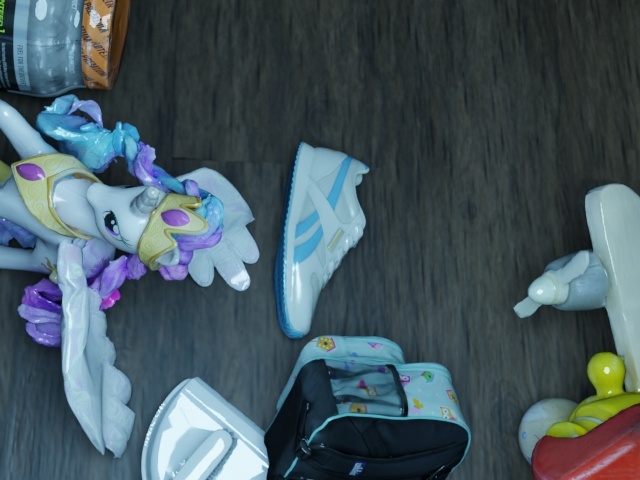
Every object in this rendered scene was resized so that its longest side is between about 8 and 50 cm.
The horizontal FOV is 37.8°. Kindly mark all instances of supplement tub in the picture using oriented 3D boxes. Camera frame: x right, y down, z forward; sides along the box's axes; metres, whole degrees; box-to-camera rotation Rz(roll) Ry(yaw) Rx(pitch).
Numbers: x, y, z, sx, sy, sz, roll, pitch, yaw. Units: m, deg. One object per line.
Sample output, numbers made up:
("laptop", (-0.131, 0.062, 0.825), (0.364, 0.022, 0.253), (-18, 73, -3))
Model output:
("supplement tub", (-0.376, -0.265, 1.020), (0.316, 0.193, 0.193), (10, 69, -6))

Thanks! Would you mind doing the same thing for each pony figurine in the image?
("pony figurine", (-0.235, 0.003, 0.900), (0.364, 0.351, 0.302), (19, 63, 18))

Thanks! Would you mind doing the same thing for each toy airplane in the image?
("toy airplane", (0.341, 0.188, 0.968), (0.384, 0.272, 0.386), (41, 52, -33))

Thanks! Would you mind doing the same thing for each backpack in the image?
("backpack", (0.050, 0.186, 0.946), (0.189, 0.165, 0.144), (10, 39, -17))

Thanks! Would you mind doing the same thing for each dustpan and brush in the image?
("dustpan and brush", (-0.142, 0.253, 0.943), (0.147, 0.060, 0.211), (39, 69, 5))

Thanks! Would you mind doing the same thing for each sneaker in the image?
("sneaker", (0.000, 0.000, 1.046), (0.092, 0.087, 0.228), (11, 71, -8))
